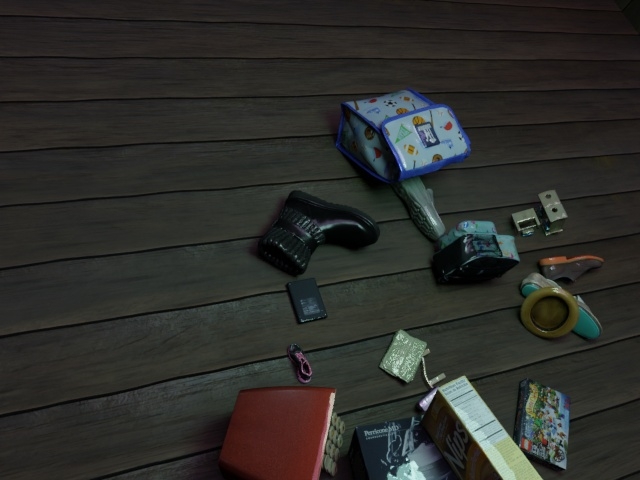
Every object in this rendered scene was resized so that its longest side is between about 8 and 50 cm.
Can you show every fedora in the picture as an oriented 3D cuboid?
[{"bbox_3d":[0.777,0.235,1.861,0.194,0.194,0.079,37,28,5],"label":"fedora"}]

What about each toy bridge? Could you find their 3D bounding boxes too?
[{"bbox_3d":[0.353,0.429,1.679,0.063,0.026,0.188,-21,69,-25],"label":"toy bridge"}]

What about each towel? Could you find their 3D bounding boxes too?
[{"bbox_3d":[0.256,0.352,1.676,0.110,0.027,0.148,27,59,12],"label":"towel"}]

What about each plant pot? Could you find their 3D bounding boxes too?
[{"bbox_3d":[-0.110,0.507,1.354,0.235,0.267,0.267,12,56,3],"label":"plant pot"}]

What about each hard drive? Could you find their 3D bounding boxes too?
[{"bbox_3d":[-0.042,0.185,1.694,0.094,0.022,0.135,-9,64,-23],"label":"hard drive"}]

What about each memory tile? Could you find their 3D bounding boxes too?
[{"bbox_3d":[0.036,0.543,1.461,0.012,0.113,0.148,-1,54,22],"label":"memory tile"}]

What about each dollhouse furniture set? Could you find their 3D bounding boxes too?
[{"bbox_3d":[0.824,-0.091,2.109,0.183,0.129,0.129,-16,62,7],"label":"dollhouse furniture set"}]

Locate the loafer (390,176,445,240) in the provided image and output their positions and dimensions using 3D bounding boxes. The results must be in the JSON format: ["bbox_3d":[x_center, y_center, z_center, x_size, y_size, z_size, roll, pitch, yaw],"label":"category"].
[{"bbox_3d":[0.365,-0.146,1.974,0.111,0.112,0.320,-20,68,-18],"label":"loafer"}]

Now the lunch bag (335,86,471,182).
[{"bbox_3d":[0.294,-0.368,1.948,0.327,0.239,0.385,-19,47,-24],"label":"lunch bag"}]

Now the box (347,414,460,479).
[{"bbox_3d":[0.275,0.622,1.380,0.343,0.179,0.313,-6,47,-12],"label":"box"}]

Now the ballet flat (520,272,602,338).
[{"bbox_3d":[0.858,0.216,1.931,0.316,0.107,0.106,37,46,4],"label":"ballet flat"}]

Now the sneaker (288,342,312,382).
[{"bbox_3d":[-0.054,0.346,1.575,0.047,0.057,0.119,-17,66,-24],"label":"sneaker"}]

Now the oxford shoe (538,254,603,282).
[{"bbox_3d":[0.935,0.109,2.038,0.271,0.097,0.098,-3,81,-15],"label":"oxford shoe"}]

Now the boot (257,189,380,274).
[{"bbox_3d":[-0.002,0.002,1.747,0.347,0.131,0.260,19,49,6],"label":"boot"}]

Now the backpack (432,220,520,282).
[{"bbox_3d":[0.530,0.046,1.849,0.253,0.225,0.191,5,64,-20],"label":"backpack"}]

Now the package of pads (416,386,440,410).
[{"bbox_3d":[0.323,0.468,1.618,0.083,0.050,0.032,-37,81,-13],"label":"package of pads"}]

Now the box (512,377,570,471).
[{"bbox_3d":[0.686,0.567,1.697,0.159,0.044,0.233,24,56,-4],"label":"box"}]

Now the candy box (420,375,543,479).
[{"bbox_3d":[0.371,0.496,1.260,0.087,0.183,0.316,-19,52,-23],"label":"candy box"}]
